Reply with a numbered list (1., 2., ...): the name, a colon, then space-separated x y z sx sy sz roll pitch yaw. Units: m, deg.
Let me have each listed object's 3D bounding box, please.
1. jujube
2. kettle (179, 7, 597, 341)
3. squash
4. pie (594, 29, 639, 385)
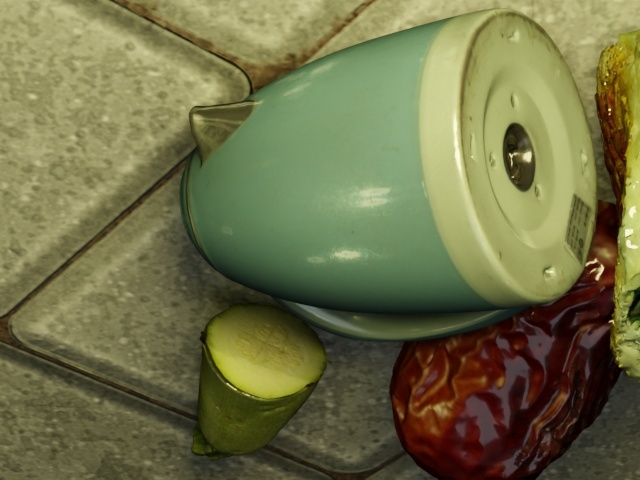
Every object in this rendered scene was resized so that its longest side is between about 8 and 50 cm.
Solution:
1. jujube: 0.204 0.101 1.880 0.216 0.216 0.342 19 133 -23
2. kettle: 0.050 -0.021 1.669 0.342 0.247 0.319 -10 130 33
3. squash: -0.071 0.160 2.032 0.137 0.137 0.287 5 154 -6
4. pie: 0.288 -0.030 1.622 0.103 0.288 0.354 -5 147 11
